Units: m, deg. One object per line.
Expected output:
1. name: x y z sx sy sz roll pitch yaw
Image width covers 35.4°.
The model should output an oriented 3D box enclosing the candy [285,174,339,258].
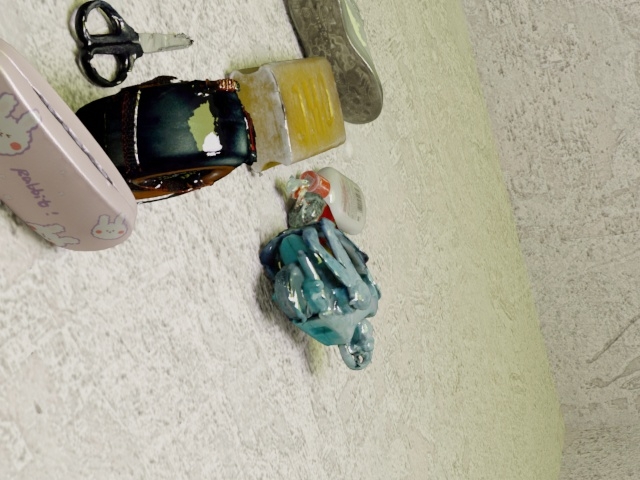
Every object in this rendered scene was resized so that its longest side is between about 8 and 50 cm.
1. candy: -0.001 0.001 1.752 0.292 0.059 0.086 66 30 -30

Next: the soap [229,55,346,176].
1. soap: -0.048 -0.217 1.689 0.274 0.089 0.174 -34 112 -66

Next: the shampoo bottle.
1. shampoo bottle: 0.024 -0.081 1.852 0.221 0.051 0.108 27 58 -62

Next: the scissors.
1. scissors: -0.237 -0.264 1.343 0.300 0.022 0.109 -28 111 -67

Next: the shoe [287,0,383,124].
1. shoe: 0.037 -0.386 1.924 0.159 0.124 0.316 -77 149 -55

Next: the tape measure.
1. tape measure: -0.184 -0.123 1.181 0.223 0.202 0.135 2 78 -82

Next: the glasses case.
1. glasses case: -0.295 -0.092 1.019 0.297 0.113 0.075 56 31 -44

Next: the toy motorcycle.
1. toy motorcycle: 0.017 0.078 1.640 0.260 0.154 0.206 43 44 -39
